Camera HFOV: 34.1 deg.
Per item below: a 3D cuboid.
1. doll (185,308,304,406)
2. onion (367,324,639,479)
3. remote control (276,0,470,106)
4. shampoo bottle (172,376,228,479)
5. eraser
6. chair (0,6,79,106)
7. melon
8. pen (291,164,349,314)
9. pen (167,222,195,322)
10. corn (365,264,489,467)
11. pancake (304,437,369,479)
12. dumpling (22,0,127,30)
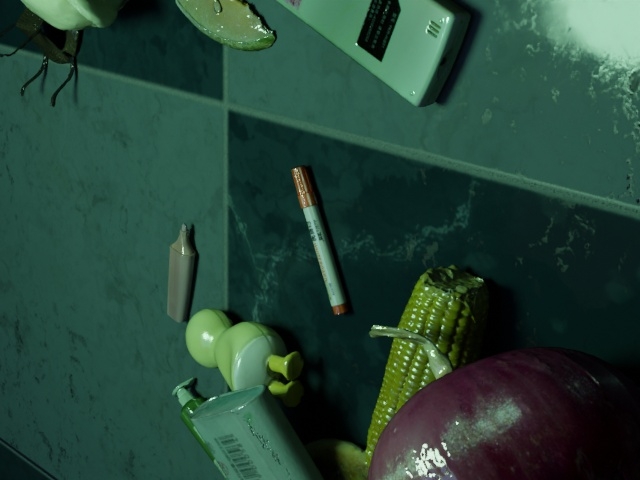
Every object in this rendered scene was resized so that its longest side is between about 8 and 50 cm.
[{"bbox_3d":[-0.136,0.187,1.759,0.296,0.117,0.141,30,130,52],"label":"doll"},{"bbox_3d":[0.224,0.250,1.235,0.358,0.358,0.345,-18,72,47],"label":"onion"},{"bbox_3d":[0.051,-0.330,1.432,0.344,0.050,0.145,43,130,28],"label":"remote control"},{"bbox_3d":[-0.201,0.342,1.904,0.204,0.065,0.065,48,132,23],"label":"shampoo bottle"},{"bbox_3d":[-0.090,0.346,1.641,0.174,0.081,0.227,-21,102,42],"label":"eraser"},{"bbox_3d":[-0.532,-0.391,1.982,0.174,0.149,0.213,20,75,43],"label":"chair"},{"bbox_3d":[-0.146,-0.348,1.641,0.098,0.054,0.182,-49,67,26],"label":"melon"},{"bbox_3d":[0.000,0.000,1.609,0.028,0.028,0.239,-14,93,47],"label":"pen"},{"bbox_3d":[-0.252,0.056,1.881,0.053,0.032,0.197,33,127,35],"label":"pen"},{"bbox_3d":[0.147,0.197,1.454,0.131,0.131,0.345,30,122,35],"label":"corn"},{"bbox_3d":[0.071,0.501,1.670,0.382,0.071,0.382,16,113,42],"label":"pancake"},{"bbox_3d":[-0.440,-0.473,1.750,0.243,0.187,0.318,47,174,-36],"label":"dumpling"}]
